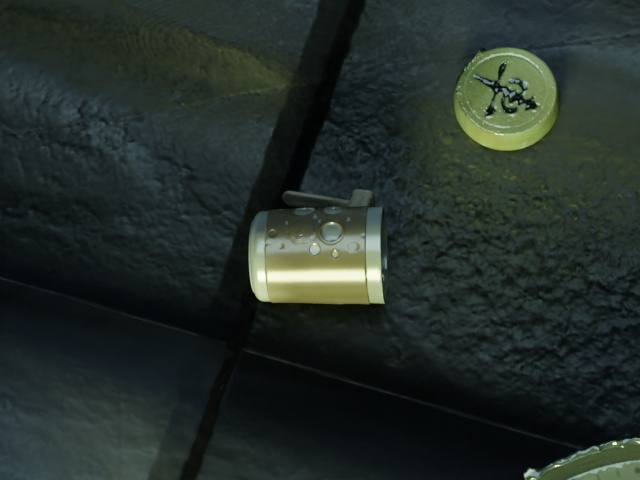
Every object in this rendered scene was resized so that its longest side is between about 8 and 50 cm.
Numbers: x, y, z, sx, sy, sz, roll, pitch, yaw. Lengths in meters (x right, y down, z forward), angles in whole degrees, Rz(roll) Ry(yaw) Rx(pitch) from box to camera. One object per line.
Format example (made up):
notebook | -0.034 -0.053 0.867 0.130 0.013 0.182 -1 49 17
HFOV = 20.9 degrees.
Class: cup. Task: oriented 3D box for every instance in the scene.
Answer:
cup | -0.001 -0.002 1.301 0.099 0.074 0.102 -1 67 5

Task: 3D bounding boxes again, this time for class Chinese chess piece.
Chinese chess piece | 0.146 -0.111 1.355 0.084 0.034 0.084 -2 68 4

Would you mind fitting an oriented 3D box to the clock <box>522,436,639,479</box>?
clock | 0.221 0.278 1.142 0.312 0.061 0.313 -7 62 13
